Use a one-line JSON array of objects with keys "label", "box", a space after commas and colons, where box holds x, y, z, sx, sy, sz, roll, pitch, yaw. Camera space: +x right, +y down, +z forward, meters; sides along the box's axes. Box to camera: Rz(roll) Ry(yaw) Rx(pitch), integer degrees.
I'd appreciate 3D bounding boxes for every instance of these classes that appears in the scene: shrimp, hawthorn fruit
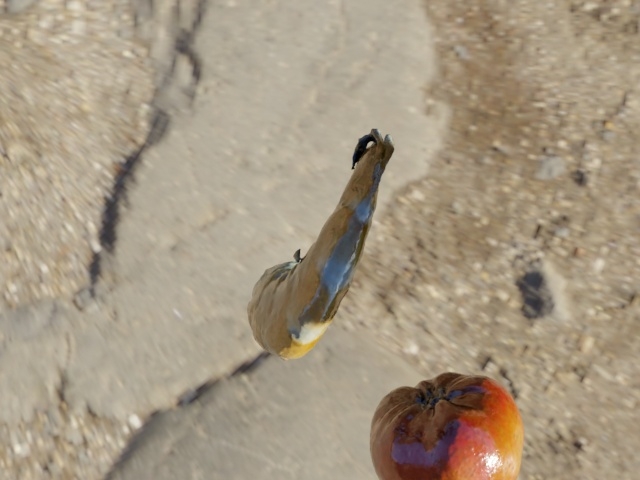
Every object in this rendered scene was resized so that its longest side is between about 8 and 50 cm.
[{"label": "shrimp", "box": [0.000, 0.000, 1.149, 0.049, 0.161, 0.166, 22, 92, -9]}, {"label": "hawthorn fruit", "box": [0.096, 0.169, 1.337, 0.125, 0.125, 0.140, 10, 112, -15]}]
